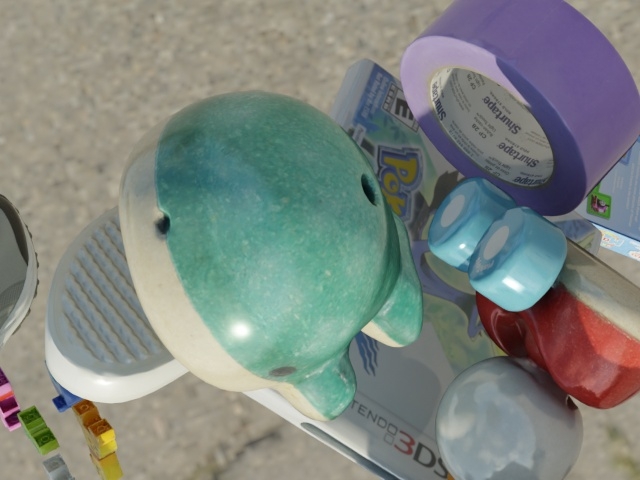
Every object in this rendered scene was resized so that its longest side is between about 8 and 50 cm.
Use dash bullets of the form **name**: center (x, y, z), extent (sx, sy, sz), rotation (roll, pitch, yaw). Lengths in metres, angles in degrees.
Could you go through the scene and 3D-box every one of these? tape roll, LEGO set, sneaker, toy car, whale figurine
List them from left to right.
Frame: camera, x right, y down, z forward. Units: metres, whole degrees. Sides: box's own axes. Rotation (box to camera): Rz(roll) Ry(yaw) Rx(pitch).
- **sneaker**: center (-0.333, 0.063, 1.681), extent (0.100, 0.271, 0.108), rotation (-2, 144, 19)
- **LEGO set**: center (-0.246, 0.197, 1.814), extent (0.227, 0.087, 0.093), rotation (46, 157, 47)
- **sneaker**: center (-0.100, 0.037, 1.375), extent (0.135, 0.366, 0.150), rotation (22, 124, 11)
- **whale figurine**: center (0.000, 0.000, 1.132), extent (0.141, 0.272, 0.216), rotation (-24, 70, 29)
- **tape roll**: center (0.161, -0.115, 1.498), extent (0.189, 0.080, 0.189), rotation (37, 156, 20)
- **toy car**: center (0.154, 0.113, 1.425), extent (0.238, 0.219, 0.210), rotation (-55, 19, 4)

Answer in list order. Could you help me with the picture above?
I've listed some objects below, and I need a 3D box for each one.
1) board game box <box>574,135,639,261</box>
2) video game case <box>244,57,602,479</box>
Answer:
- **board game box**: center (0.302, -0.067, 1.863), extent (0.039, 0.211, 0.160), rotation (132, 155, -57)
- **video game case**: center (0.093, 0.052, 1.608), extent (0.300, 0.329, 0.036), rotation (34, 149, -23)
